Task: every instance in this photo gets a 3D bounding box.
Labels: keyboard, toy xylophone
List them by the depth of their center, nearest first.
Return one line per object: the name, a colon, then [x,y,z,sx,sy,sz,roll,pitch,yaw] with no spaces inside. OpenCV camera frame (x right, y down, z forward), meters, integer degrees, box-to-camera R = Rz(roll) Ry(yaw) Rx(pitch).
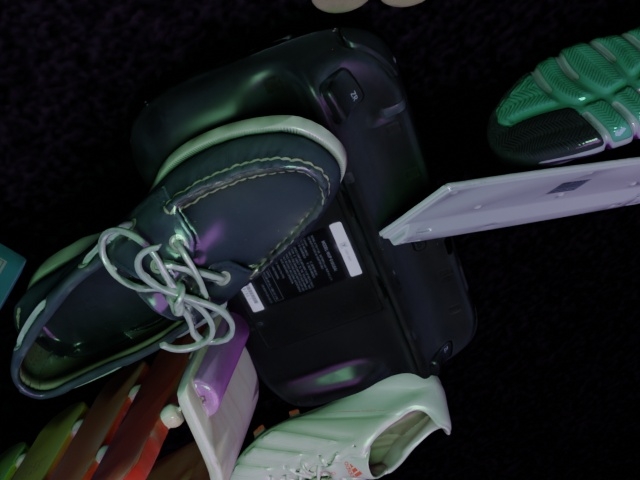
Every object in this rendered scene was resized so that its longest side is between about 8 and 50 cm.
toy xylophone: [-0.166,0.173,0.728,0.322,0.236,0.081,-33,105,11]
keyboard: [0.153,-0.032,0.763,0.256,0.014,0.072,-9,156,-37]

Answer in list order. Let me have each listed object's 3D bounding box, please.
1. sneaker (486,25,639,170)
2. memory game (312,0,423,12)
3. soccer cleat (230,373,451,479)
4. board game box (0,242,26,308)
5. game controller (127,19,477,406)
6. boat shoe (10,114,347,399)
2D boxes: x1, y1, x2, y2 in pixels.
sneaker: [0.216,-0.089,0.753,0.223,0.083,0.098,-28,141,2]
memory game: [0.036,-0.178,0.596,0.186,0.012,0.186,-9,152,-5]
soccer cleat: [0.009,0.161,0.901,0.196,0.076,0.068,-33,136,10]
board game box: [-0.302,0.171,0.643,0.079,0.254,0.336,32,116,-13]
game controller: [0.000,0.000,0.768,0.166,0.067,0.319,-14,137,9]
boat shoe: [-0.089,0.016,0.669,0.254,0.079,0.095,-26,125,29]
